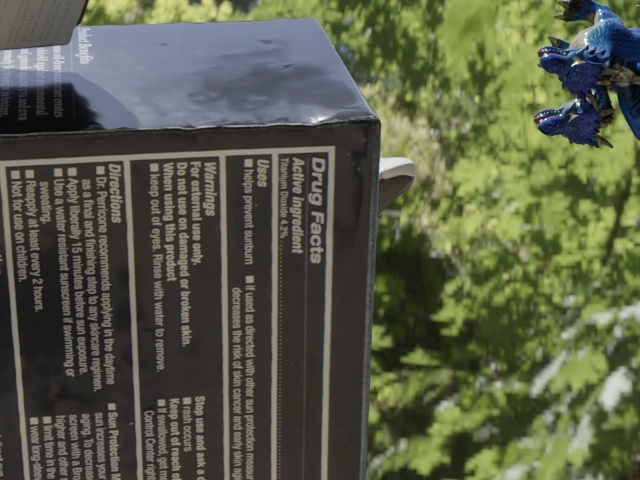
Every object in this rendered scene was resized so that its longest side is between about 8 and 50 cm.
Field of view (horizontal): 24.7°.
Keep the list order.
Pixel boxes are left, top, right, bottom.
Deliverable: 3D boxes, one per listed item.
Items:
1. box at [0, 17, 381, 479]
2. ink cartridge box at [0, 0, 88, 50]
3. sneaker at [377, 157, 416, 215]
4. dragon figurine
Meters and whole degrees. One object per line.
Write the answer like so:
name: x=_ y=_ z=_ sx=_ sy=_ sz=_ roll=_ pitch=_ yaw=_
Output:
box: x=-0.130 y=0.045 z=0.803 sx=0.294 sy=0.182 sz=0.296 roll=-2 pitch=-64 yaw=-9
ink cartridge box: x=-0.300 y=-0.157 z=0.635 sx=0.304 sy=0.307 sz=0.072 roll=26 pitch=-71 yaw=15
sneaker: x=0.000 y=0.000 z=0.964 sx=0.158 sy=0.061 sz=0.065 roll=-30 pitch=-76 yaw=-8
dragon figurine: x=0.270 y=-0.130 z=1.160 sx=0.289 sy=0.144 sz=0.085 roll=1 pitch=-51 yaw=-27
